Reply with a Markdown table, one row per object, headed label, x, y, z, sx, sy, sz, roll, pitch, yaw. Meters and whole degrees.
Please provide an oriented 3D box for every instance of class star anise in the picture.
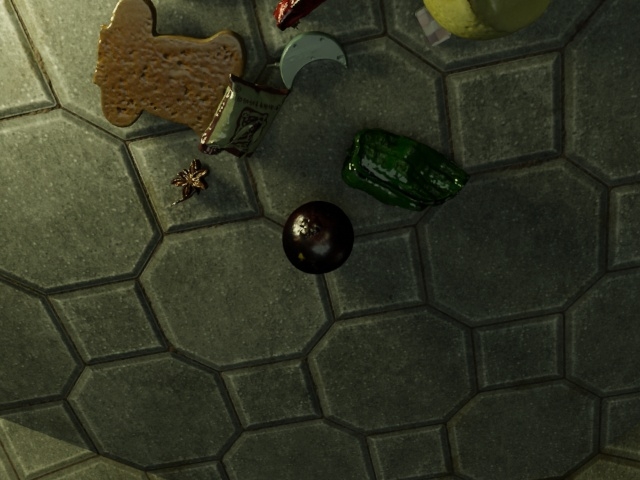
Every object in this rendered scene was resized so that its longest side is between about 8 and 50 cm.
| label | x | y | z | sx | sy | sz | roll | pitch | yaw |
| --- | --- | --- | --- | --- | --- | --- | --- | --- | --- |
| star anise | -0.403 | -0.162 | 1.880 | 0.190 | 0.070 | 0.097 | -36 | 89 | 21 |

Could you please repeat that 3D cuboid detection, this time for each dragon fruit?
| label | x | y | z | sx | sy | sz | roll | pitch | yaw |
| --- | --- | --- | --- | --- | --- | --- | --- | --- | --- |
| dragon fruit | -0.035 | -0.607 | 1.584 | 0.092 | 0.122 | 0.192 | 31 | 115 | -36 |

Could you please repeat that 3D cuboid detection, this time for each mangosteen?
| label | x | y | z | sx | sy | sz | roll | pitch | yaw |
| --- | --- | --- | --- | --- | --- | --- | --- | --- | --- |
| mangosteen | 0.000 | 0.000 | 1.917 | 0.228 | 0.228 | 0.265 | -17 | 158 | 9 |

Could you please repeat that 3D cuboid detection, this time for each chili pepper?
| label | x | y | z | sx | sy | sz | roll | pitch | yaw |
| --- | --- | --- | --- | --- | --- | --- | --- | --- | --- |
| chili pepper | 0.243 | -0.188 | 1.816 | 0.384 | 0.213 | 0.167 | 19 | 162 | -9 |

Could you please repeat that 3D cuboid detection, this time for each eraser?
| label | x | y | z | sx | sy | sz | roll | pitch | yaw |
| --- | --- | --- | --- | --- | --- | --- | --- | --- | --- |
| eraser | 0.301 | -0.579 | 1.658 | 0.065 | 0.026 | 0.105 | -28 | 118 | 12 |

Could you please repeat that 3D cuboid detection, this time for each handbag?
| label | x | y | z | sx | sy | sz | roll | pitch | yaw |
| --- | --- | --- | --- | --- | --- | --- | --- | --- | --- |
| handbag | -0.212 | -0.332 | 1.681 | 0.213 | 0.127 | 0.235 | -3 | 136 | -52 |

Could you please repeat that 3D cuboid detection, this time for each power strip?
| label | x | y | z | sx | sy | sz | roll | pitch | yaw |
| --- | --- | --- | --- | --- | --- | --- | --- | --- | --- |
| power strip | -0.039 | -0.493 | 1.692 | 0.215 | 0.044 | 0.137 | -18 | 120 | 9 |

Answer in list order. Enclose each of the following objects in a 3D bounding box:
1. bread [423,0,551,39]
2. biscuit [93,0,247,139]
| label | x | y | z | sx | sy | sz | roll | pitch | yaw |
| --- | --- | --- | --- | --- | --- | --- | --- | --- | --- |
| bread | 0.398 | -0.646 | 1.506 | 0.320 | 0.237 | 0.321 | -7 | 117 | -14 |
| biscuit | -0.406 | -0.464 | 1.690 | 0.393 | 0.076 | 0.368 | 9 | 121 | -10 |
